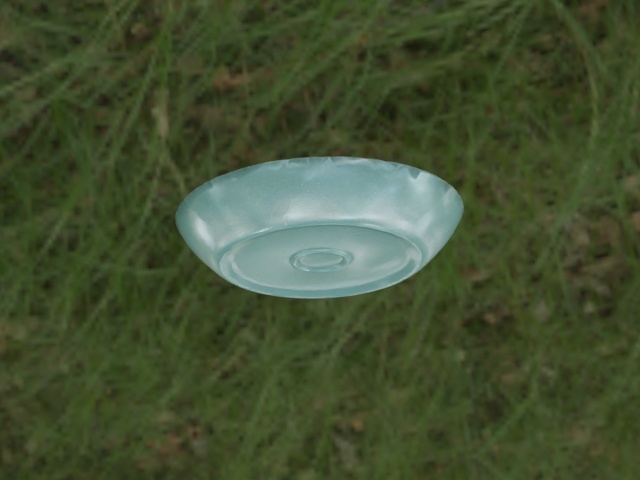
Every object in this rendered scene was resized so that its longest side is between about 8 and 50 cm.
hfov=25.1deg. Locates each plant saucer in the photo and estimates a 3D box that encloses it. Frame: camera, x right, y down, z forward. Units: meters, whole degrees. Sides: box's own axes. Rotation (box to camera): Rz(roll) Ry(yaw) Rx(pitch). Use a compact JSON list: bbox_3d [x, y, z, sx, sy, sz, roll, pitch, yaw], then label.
[{"bbox_3d":[0.000,0.000,0.592,0.119,0.021,0.119,-2,158,-1],"label":"plant saucer"}]
